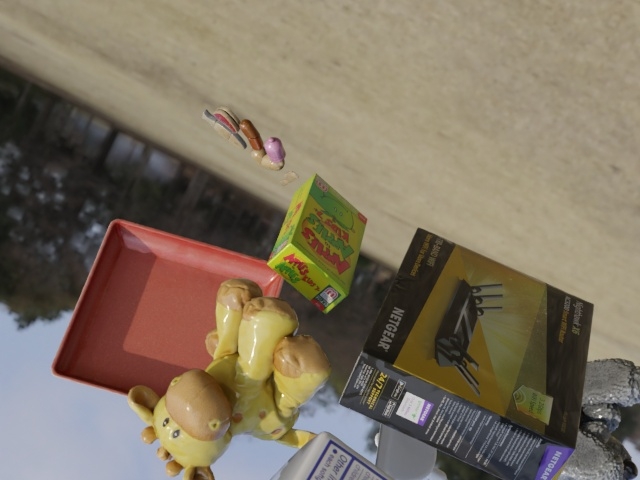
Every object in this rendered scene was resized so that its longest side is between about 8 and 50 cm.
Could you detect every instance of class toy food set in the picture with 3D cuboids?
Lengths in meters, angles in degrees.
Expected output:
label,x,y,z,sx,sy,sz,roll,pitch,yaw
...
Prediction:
label,x,y,z,sx,sy,sz,roll,pitch,yaw
toy food set,-0.072,-0.110,1.247,0.122,0.019,0.078,41,163,-10

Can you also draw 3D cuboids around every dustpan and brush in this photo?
label,x,y,z,sx,sy,sz,roll,pitch,yaw
dustpan and brush,0.138,0.316,1.665,0.211,0.147,0.060,34,140,-32

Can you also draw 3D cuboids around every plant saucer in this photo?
label,x,y,z,sx,sy,sz,roll,pitch,yaw
plant saucer,-0.202,0.116,1.553,0.258,0.259,0.048,16,145,0

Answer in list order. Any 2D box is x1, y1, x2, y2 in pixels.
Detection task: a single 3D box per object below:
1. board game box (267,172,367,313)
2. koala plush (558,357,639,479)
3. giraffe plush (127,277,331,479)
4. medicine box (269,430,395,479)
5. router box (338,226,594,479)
label,x,y,z,sx,sy,sz,roll,pitch,yaw
board game box,0.000,0.000,1.366,0.092,0.043,0.181,42,-152,-14
koala plush,0.355,0.288,1.565,0.203,0.196,0.221,2,144,35
giraffe plush,-0.108,0.168,1.215,0.170,0.210,0.181,-24,-142,-32
medicine box,0.033,0.350,0.888,0.289,0.263,0.149,36,139,-2
router box,0.179,0.127,1.308,0.243,0.081,0.309,24,-149,4
